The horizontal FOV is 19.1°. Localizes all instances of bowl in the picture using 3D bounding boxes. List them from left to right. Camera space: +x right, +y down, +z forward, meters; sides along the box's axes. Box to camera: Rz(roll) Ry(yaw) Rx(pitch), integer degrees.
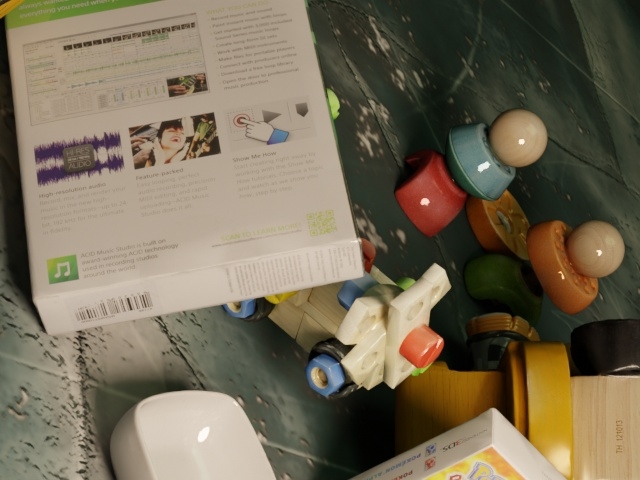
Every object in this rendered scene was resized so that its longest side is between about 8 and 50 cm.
[{"bbox_3d":[-0.089,0.179,1.342,0.142,0.053,0.142,4,60,-60],"label":"bowl"}]

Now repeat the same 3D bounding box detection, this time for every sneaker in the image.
[{"bbox_3d":[0.213,0.154,1.886,0.215,0.084,0.083,35,48,-35],"label":"sneaker"}]

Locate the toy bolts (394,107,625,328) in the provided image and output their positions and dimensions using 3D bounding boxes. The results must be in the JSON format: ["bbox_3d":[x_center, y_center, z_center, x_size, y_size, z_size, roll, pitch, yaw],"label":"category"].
[{"bbox_3d":[0.208,-0.046,1.981,0.228,0.158,0.218,47,28,-23],"label":"toy bolts"}]

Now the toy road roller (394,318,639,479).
[{"bbox_3d":[0.182,0.188,1.672,0.329,0.241,0.202,93,-2,-74],"label":"toy road roller"}]

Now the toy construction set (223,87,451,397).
[{"bbox_3d":[0.000,0.000,1.486,0.151,0.215,0.327,-13,49,-32],"label":"toy construction set"}]

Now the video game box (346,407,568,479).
[{"bbox_3d":[0.122,0.240,1.498,0.205,0.187,0.048,44,30,-27],"label":"video game box"}]

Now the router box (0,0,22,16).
[{"bbox_3d":[-0.255,-0.165,1.323,0.046,0.133,0.179,55,27,-7],"label":"router box"}]

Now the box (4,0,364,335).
[{"bbox_3d":[-0.109,-0.094,1.410,0.058,0.232,0.322,83,-3,-57],"label":"box"}]
